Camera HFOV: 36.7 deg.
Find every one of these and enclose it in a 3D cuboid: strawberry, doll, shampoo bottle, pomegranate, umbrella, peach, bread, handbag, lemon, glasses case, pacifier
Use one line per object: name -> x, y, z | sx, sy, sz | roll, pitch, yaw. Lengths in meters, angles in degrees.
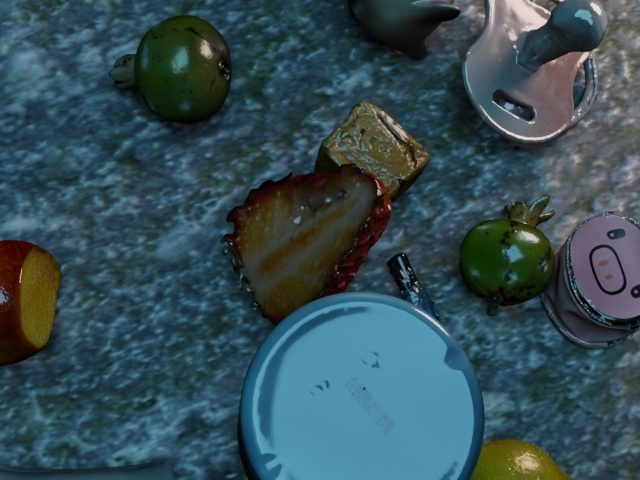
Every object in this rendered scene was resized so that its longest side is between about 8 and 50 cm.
strawberry -> -0.014, -0.004, 1.544 | 0.253, 0.150, 0.280 | 39, 97, 38
doll -> 0.117, -0.524, 1.700 | 0.226, 0.215, 0.370 | 2, 71, -21
shampoo bottle -> 0.045, 0.264, 1.393 | 0.331, 0.343, 0.331 | 1, 73, -5
pomegranate -> 0.319, 0.019, 1.604 | 0.156, 0.156, 0.220 | 38, 43, 7
umbrella -> 0.176, 0.137, 1.590 | 0.053, 0.052, 0.250 | -19, 77, -9
pomegranate -> -0.251, -0.278, 1.627 | 0.210, 0.179, 0.179 | -25, 76, 10
peach -> -0.481, 0.093, 1.488 | 0.192, 0.190, 0.190 | -30, 78, -16
bread -> 0.082, -0.129, 1.618 | 0.158, 0.143, 0.149 | 38, 74, 3
handbag -> 0.467, 0.068, 1.600 | 0.179, 0.116, 0.205 | -16, 74, -10
lemon -> 0.284, 0.388, 1.463 | 0.206, 0.173, 0.174 | -10, 75, -5
glasses case -> -0.363, 0.402, 1.457 | 0.308, 0.083, 0.128 | 0, 68, -4
pacifier -> 0.374, -0.328, 1.664 | 0.220, 0.273, 0.332 | 15, 72, 17
